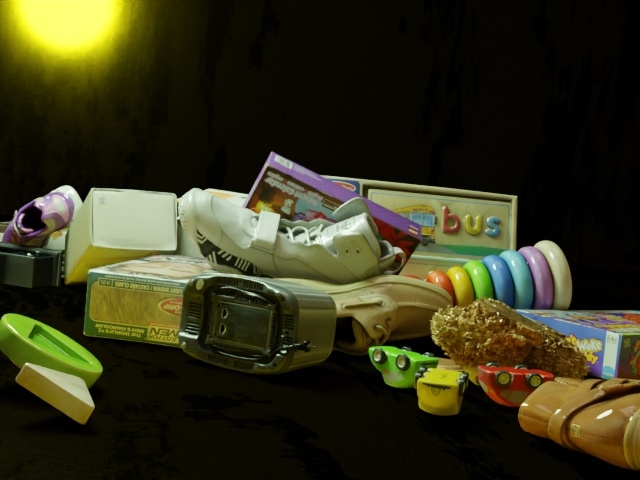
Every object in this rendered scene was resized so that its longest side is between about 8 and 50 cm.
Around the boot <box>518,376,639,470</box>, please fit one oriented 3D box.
[{"bbox_3d":[0.381,0.203,1.189,0.283,0.109,0.220,-8,9,-44],"label":"boot"}]

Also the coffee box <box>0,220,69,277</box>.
[{"bbox_3d":[-0.582,0.020,2.261,0.246,0.098,0.141,7,4,11],"label":"coffee box"}]

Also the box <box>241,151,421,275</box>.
[{"bbox_3d":[0.000,0.000,1.809,0.293,0.201,0.057,25,29,-9],"label":"box"}]

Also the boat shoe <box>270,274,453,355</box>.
[{"bbox_3d":[0.056,0.133,1.648,0.341,0.122,0.110,0,44,-18],"label":"boat shoe"}]

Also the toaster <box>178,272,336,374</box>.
[{"bbox_3d":[-0.075,0.114,1.466,0.227,0.129,0.146,6,2,29],"label":"toaster"}]

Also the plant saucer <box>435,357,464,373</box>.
[{"bbox_3d":[0.182,0.189,1.584,0.083,0.013,0.083,6,3,0],"label":"plant saucer"}]

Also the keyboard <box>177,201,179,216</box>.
[{"bbox_3d":[-0.347,-0.050,2.066,0.180,0.023,0.108,-5,-9,11],"label":"keyboard"}]

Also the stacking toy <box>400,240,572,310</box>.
[{"bbox_3d":[0.275,0.090,1.887,0.330,0.141,0.141,-8,7,-11],"label":"stacking toy"}]

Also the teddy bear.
[{"bbox_3d":[0.275,0.159,1.578,0.245,0.113,0.338,24,4,3],"label":"teddy bear"}]

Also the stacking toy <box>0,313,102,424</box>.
[{"bbox_3d":[-0.391,0.142,1.138,0.279,0.130,0.309,32,1,-14],"label":"stacking toy"}]

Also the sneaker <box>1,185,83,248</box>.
[{"bbox_3d":[-0.583,-0.030,2.110,0.236,0.095,0.104,-30,-1,36],"label":"sneaker"}]

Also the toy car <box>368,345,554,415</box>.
[{"bbox_3d":[0.154,0.181,1.374,0.239,0.053,0.225,3,4,-43],"label":"toy car"}]

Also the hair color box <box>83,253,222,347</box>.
[{"bbox_3d":[-0.240,0.091,1.714,0.173,0.105,0.347,6,5,8],"label":"hair color box"}]

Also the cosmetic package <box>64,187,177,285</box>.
[{"bbox_3d":[-0.387,0.002,2.002,0.160,0.113,0.309,3,-16,-21],"label":"cosmetic package"}]

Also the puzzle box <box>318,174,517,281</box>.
[{"bbox_3d":[0.170,0.030,1.960,0.408,0.272,0.052,4,-9,-13],"label":"puzzle box"}]

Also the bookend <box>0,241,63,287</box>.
[{"bbox_3d":[-0.607,0.049,2.015,0.156,0.072,0.157,8,5,20],"label":"bookend"}]

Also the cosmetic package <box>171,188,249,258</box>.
[{"bbox_3d":[-0.182,0.014,2.123,0.230,0.162,0.453,-20,19,-36],"label":"cosmetic package"}]

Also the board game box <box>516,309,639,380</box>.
[{"bbox_3d":[0.537,0.177,1.804,0.347,0.078,0.233,3,5,-35],"label":"board game box"}]

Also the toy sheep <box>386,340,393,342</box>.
[{"bbox_3d":[0.120,0.133,1.792,0.132,0.091,0.091,-11,-2,19],"label":"toy sheep"}]

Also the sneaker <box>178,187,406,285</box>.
[{"bbox_3d":[-0.039,-0.007,1.701,0.366,0.210,0.137,38,26,-21],"label":"sneaker"}]
